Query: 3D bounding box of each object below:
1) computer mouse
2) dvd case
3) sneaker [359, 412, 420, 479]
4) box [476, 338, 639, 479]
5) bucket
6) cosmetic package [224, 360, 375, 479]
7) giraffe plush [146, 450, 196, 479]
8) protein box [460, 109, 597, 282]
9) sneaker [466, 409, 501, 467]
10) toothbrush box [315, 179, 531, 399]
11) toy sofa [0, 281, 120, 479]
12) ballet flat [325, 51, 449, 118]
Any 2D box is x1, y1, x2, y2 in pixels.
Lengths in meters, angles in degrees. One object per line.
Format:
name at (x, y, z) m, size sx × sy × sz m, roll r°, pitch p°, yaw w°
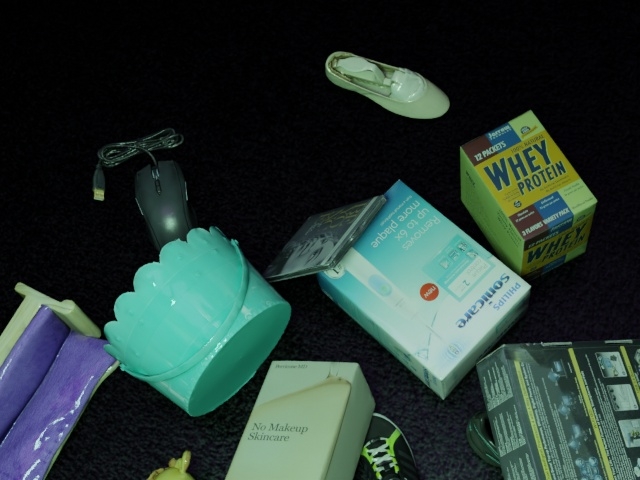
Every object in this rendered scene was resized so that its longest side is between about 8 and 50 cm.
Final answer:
computer mouse at (-0.330, -0.091, 1.947) m, size 0.184 × 0.060 × 0.262 m, roll -13°, pitch 65°, yaw 1°
dvd case at (0.000, 0.000, 1.778) m, size 0.018 × 0.221 × 0.164 m, roll 49°, pitch 60°, yaw -18°
sneaker at (0.118, 0.367, 1.658) m, size 0.084 × 0.097 × 0.234 m, roll -25°, pitch 65°, yaw -4°
box at (0.426, 0.342, 1.555) m, size 0.318 × 0.097 × 0.395 m, roll 0°, pitch 63°, yaw -26°
bucket at (-0.193, 0.136, 1.719) m, size 0.183 × 0.281 × 0.281 m, roll 39°, pitch 76°, yaw 18°
cosmetic package at (-0.036, 0.335, 1.613) m, size 0.160 × 0.113 × 0.309 m, roll -3°, pitch 43°, yaw 23°
giraffe plush at (-0.226, 0.436, 1.657) m, size 0.181 × 0.210 × 0.170 m, roll -25°, pitch 30°, yaw 12°
protein box at (0.340, -0.067, 1.763) m, size 0.136 × 0.201 × 0.200 m, roll -28°, pitch 65°, yaw -5°
sneaker at (0.339, 0.350, 1.632) m, size 0.267 × 0.106 × 0.101 m, roll 31°, pitch 72°, yaw 18°
toothbrush box at (0.168, 0.081, 1.764) m, size 0.216 × 0.126 × 0.295 m, roll -43°, pitch 68°, yaw -11°
toy sofa at (-0.500, 0.270, 1.761) m, size 0.177 × 0.150 × 0.362 m, roll 23°, pitch 71°, yaw 18°
ballet flat at (0.119, -0.293, 1.962) m, size 0.248 × 0.086 × 0.086 m, roll 20°, pitch 70°, yaw 16°
